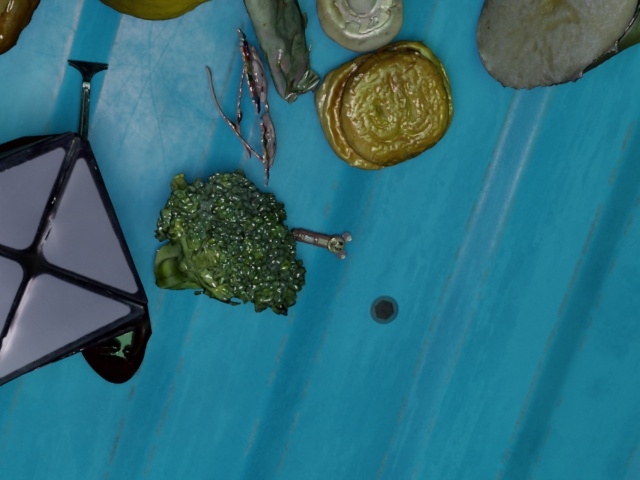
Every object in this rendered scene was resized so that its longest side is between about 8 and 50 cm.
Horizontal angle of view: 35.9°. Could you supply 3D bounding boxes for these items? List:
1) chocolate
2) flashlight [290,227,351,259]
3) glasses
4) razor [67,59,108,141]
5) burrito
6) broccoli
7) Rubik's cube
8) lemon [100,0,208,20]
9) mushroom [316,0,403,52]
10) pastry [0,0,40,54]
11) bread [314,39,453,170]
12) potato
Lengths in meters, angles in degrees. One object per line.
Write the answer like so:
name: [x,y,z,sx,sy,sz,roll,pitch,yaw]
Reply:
chocolate: [-0.357,0.173,1.710,0.125,0.080,0.149,18,101,-15]
flashlight: [0.000,0.000,1.756,0.110,0.031,0.052,14,101,-13]
glasses: [-0.125,-0.217,1.614,0.095,0.162,0.255,-13,105,-3]
razor: [-0.393,-0.200,1.635,0.066,0.033,0.190,6,103,-11]
burrito: [-0.070,-0.356,1.584,0.096,0.066,0.309,-44,138,-25]
broccoli: [-0.166,0.012,1.669,0.245,0.248,0.288,-8,110,35]
Rubik's cube: [-0.479,0.027,1.496,0.307,0.305,0.310,-27,107,-30]
lemon: [-0.271,-0.469,1.481,0.310,0.253,0.253,37,95,-13]
mushroom: [0.066,-0.387,1.617,0.154,0.122,0.154,-1,81,5]
pastry: [-0.558,-0.424,1.445,0.356,0.164,0.356,2,98,13]
bread: [0.115,-0.226,1.675,0.236,0.120,0.198,-24,109,-3]
potato: [0.501,-0.406,1.652,0.296,0.290,0.397,2,126,-39]
